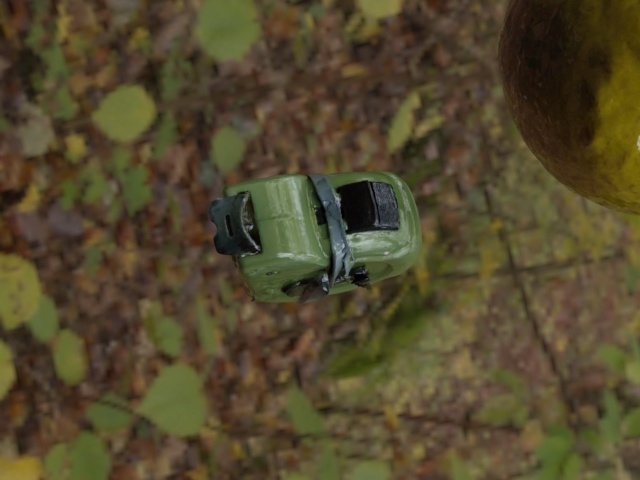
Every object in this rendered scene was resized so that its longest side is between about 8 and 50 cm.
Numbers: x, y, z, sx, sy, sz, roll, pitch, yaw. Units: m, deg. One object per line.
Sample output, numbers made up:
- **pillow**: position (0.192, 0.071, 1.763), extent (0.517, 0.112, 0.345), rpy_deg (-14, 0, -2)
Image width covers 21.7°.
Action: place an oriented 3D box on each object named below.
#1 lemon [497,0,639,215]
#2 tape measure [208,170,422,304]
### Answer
- **lemon**: position (0.302, -0.161, 1.551), extent (0.316, 0.285, 0.285), rpy_deg (-42, 116, -73)
- **tape measure**: position (0.000, 0.000, 1.261), extent (0.177, 0.154, 0.087), rpy_deg (88, -11, -78)
